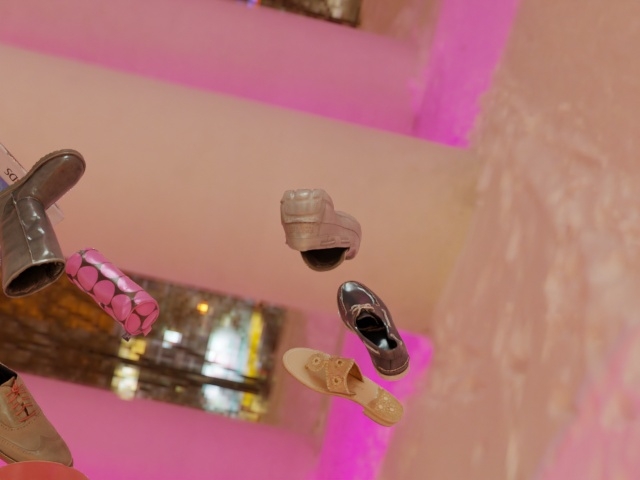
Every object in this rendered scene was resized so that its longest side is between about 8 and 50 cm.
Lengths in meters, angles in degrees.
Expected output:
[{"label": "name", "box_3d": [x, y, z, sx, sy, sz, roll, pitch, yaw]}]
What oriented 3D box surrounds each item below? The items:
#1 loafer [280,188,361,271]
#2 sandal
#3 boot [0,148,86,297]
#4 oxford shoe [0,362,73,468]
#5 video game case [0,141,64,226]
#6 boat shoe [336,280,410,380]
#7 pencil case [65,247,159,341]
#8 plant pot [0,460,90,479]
[{"label": "loafer", "box_3d": [0.000, 0.000, 1.967, 0.319, 0.112, 0.111, 36, -126, -70]}, {"label": "sandal", "box_3d": [0.053, 0.240, 2.107, 0.079, 0.240, 0.088, -57, 3, 44]}, {"label": "boot", "box_3d": [-0.420, -0.029, 1.802, 0.190, 0.076, 0.208, -38, 37, 5]}, {"label": "oxford shoe", "box_3d": [-0.644, 0.357, 2.461, 0.123, 0.348, 0.130, -40, -16, -50]}, {"label": "video game case", "box_3d": [-0.701, -0.055, 2.401, 0.244, 0.269, 0.061, 54, 178, -41]}, {"label": "boat shoe", "box_3d": [0.079, 0.121, 1.806, 0.065, 0.075, 0.206, 78, 167, -45]}, {"label": "pencil case", "box_3d": [-0.412, 0.103, 2.336, 0.095, 0.209, 0.098, -43, -30, -13]}, {"label": "plant pot", "box_3d": [-0.463, 0.508, 1.906, 0.243, 0.275, 0.275, -99, 19, -44]}]
